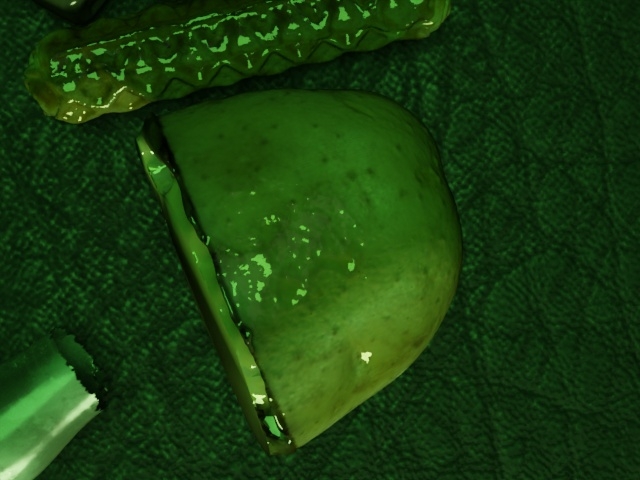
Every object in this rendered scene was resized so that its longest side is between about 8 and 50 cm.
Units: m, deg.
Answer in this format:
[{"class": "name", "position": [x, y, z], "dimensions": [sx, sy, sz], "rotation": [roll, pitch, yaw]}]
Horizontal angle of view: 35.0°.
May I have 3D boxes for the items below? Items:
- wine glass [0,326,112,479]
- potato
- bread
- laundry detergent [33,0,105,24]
[{"class": "wine glass", "position": [-0.280, 0.171, 0.837], "dimensions": [0.222, 0.103, 0.103], "rotation": [-39, 92, 0]}, {"class": "potato", "position": [0.000, 0.000, 0.797], "dimensions": [0.242, 0.242, 0.285], "rotation": [-23, 76, -2]}, {"class": "bread", "position": [-0.068, -0.174, 0.854], "dimensions": [0.367, 0.077, 0.084], "rotation": [-15, 92, -1]}, {"class": "laundry detergent", "position": [-0.255, -0.309, 0.849], "dimensions": [0.237, 0.076, 0.171], "rotation": [34, 85, 0]}]
